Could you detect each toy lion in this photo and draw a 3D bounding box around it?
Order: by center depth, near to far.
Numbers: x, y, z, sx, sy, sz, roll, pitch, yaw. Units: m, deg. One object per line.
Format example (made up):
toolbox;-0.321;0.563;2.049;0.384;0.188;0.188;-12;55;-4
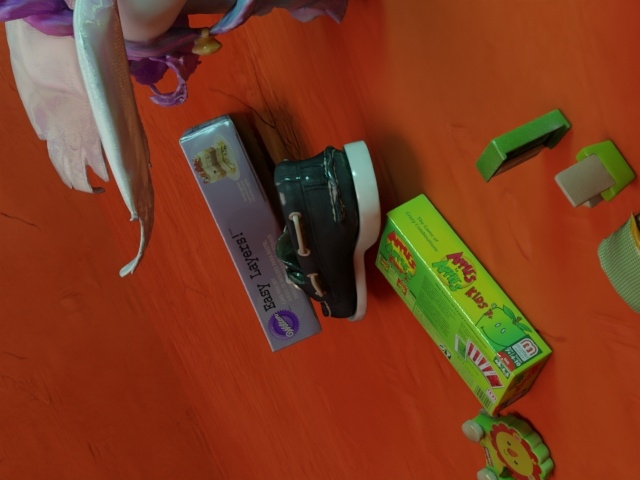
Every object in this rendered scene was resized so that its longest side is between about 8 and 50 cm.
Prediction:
toy lion;0.184;0.206;0.951;0.096;0.034;0.100;19;134;53

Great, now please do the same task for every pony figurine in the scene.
pony figurine;-0.146;-0.195;0.740;0.302;0.363;0.351;26;139;59

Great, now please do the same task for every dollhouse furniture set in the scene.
dollhouse furniture set;0.170;-0.010;0.645;0.152;0.058;0.076;58;161;12

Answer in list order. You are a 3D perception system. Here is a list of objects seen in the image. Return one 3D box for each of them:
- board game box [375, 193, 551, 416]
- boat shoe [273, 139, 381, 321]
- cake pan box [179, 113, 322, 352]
board game box;0.121;0.057;0.884;0.181;0.043;0.092;53;159;24
boat shoe;0.000;0.000;0.983;0.303;0.091;0.114;89;170;-60
cake pan box;-0.082;-0.017;1.173;0.246;0.070;0.267;-115;1;-78
